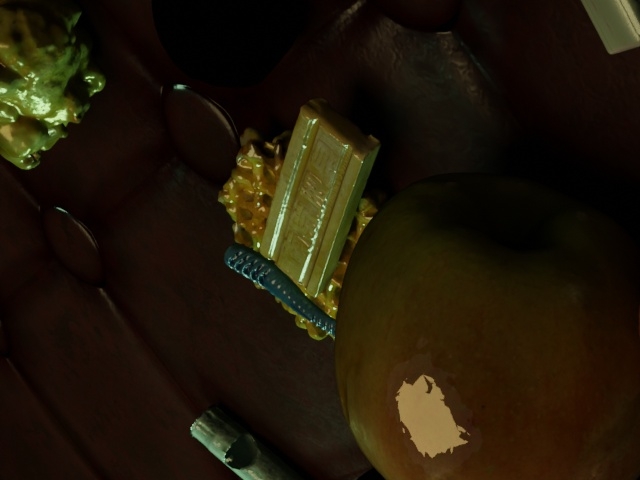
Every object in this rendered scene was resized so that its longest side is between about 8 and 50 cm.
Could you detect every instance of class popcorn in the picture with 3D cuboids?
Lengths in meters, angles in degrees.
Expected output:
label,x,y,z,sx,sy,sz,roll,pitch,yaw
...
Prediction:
label,x,y,z,sx,sy,sz,roll,pitch,yaw
popcorn,-0.407,-0.220,1.966,0.252,0.215,0.286,22,153,-15

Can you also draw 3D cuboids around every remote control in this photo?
label,x,y,z,sx,sy,sz,roll,pitch,yaw
remote control,0.236,-0.240,1.320,0.065,0.029,0.166,-11,113,55

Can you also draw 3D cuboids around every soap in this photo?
label,x,y,z,sx,sy,sz,roll,pitch,yaw
soap,-0.004,-0.045,1.697,0.092,0.037,0.252,38,142,16

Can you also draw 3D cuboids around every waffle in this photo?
label,x,y,z,sx,sy,sz,roll,pitch,yaw
waffle,0.007,0.009,1.817,0.329,0.062,0.329,29,141,27

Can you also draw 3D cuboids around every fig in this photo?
label,x,y,z,sx,sy,sz,roll,pitch,yaw
fig,-0.107,-0.238,1.629,0.166,0.154,0.144,28,141,-33

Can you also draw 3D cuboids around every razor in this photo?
label,x,y,z,sx,sy,sz,roll,pitch,yaw
razor,-0.015,0.071,1.811,0.253,0.042,0.082,32,143,28

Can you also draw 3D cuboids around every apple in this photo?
label,x,y,z,sx,sy,sz,roll,pitch,yaw
apple,0.177,0.092,1.473,0.338,0.338,0.305,15,114,42

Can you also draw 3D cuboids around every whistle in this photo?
label,x,y,z,sx,sy,sz,roll,pitch,yaw
whistle,-0.061,0.357,2.248,0.312,0.062,0.062,37,145,20

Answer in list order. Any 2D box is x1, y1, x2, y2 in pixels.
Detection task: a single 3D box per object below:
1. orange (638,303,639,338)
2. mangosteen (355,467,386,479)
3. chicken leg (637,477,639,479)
label,x,y,z,sx,sy,sz,roll,pitch,yaw
orange,0.365,0.058,1.310,0.161,0.193,0.193,41,147,28
mangosteen,0.147,0.371,1.790,0.311,0.311,0.311,31,143,28
chicken leg,0.325,0.275,1.694,0.234,0.063,0.105,47,143,8
